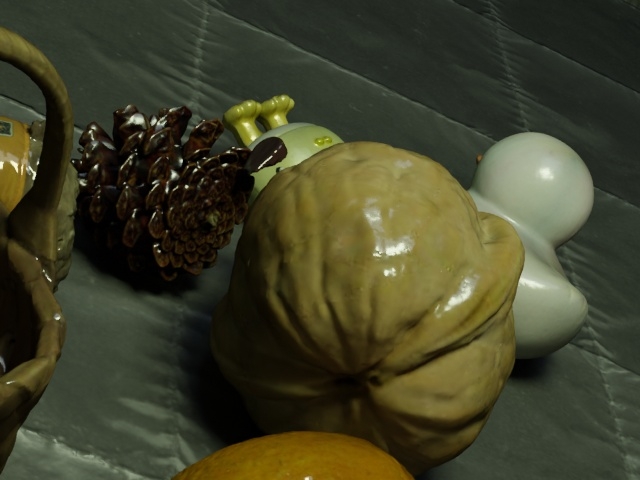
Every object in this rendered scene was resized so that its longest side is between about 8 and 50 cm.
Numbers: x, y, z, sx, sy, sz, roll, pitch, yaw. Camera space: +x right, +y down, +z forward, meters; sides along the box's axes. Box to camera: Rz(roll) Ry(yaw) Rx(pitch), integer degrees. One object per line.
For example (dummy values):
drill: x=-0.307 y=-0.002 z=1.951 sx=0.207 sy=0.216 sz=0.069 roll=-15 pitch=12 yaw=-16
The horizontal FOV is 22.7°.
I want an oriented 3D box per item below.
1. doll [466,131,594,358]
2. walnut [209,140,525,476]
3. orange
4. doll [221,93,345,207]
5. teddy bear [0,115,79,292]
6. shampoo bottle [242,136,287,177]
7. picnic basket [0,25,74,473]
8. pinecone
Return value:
doll: x=0.215 y=-0.003 z=1.708 sx=0.221 sy=0.221 sz=0.251 roll=14 pitch=30 yaw=-31
walnut: x=0.042 y=0.059 z=1.373 sx=0.285 sy=0.285 sz=0.296 roll=-76 pitch=147 yaw=-63
orange: x=-0.006 y=0.228 z=1.157 sx=0.237 sy=0.158 sz=0.179 roll=10 pitch=50 yaw=-40
doll: x=0.012 y=-0.035 z=1.674 sx=0.296 sy=0.117 sz=0.141 roll=44 pitch=31 yaw=23
teddy bear: x=-0.304 y=-0.052 z=1.364 sx=0.190 sy=0.140 sz=0.177 roll=9 pitch=36 yaw=-23
shampoo bottle: x=-0.002 y=0.001 z=1.524 sx=0.236 sy=0.067 sz=0.068 roll=61 pitch=29 yaw=-31
picnic basket: x=-0.304 y=-0.022 z=1.097 sx=0.293 sy=0.337 sz=0.337 roll=4 pitch=37 yaw=-43
pinecone: x=-0.161 y=-0.055 z=1.494 sx=0.165 sy=0.162 sz=0.163 roll=26 pitch=20 yaw=32
